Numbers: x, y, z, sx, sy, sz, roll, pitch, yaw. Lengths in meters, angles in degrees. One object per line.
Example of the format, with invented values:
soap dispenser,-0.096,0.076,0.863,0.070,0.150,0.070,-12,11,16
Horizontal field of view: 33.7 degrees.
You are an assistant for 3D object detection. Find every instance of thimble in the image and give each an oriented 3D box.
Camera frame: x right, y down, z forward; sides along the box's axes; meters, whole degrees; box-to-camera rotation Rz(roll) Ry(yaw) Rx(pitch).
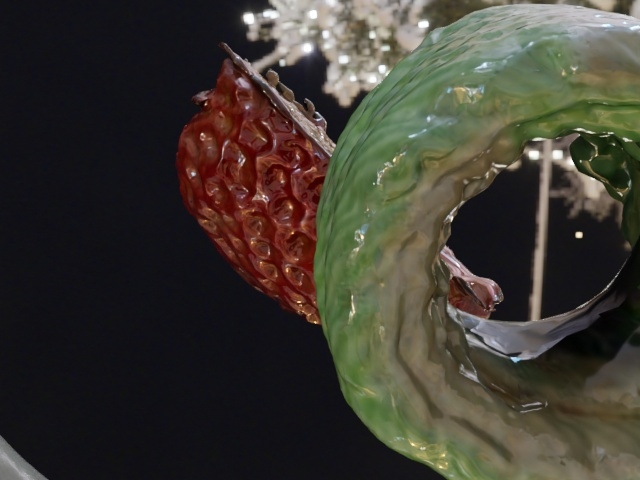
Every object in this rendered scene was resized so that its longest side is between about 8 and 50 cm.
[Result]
thimble,0.107,0.005,0.473,0.150,0.219,0.219,-93,-8,-75

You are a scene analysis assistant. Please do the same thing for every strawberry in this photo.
strawberry,-0.001,-0.004,0.855,0.150,0.280,0.253,-45,-6,7

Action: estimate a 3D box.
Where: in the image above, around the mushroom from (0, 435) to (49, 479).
mushroom,-0.140,0.110,0.393,0.351,0.097,0.109,36,-103,-9
